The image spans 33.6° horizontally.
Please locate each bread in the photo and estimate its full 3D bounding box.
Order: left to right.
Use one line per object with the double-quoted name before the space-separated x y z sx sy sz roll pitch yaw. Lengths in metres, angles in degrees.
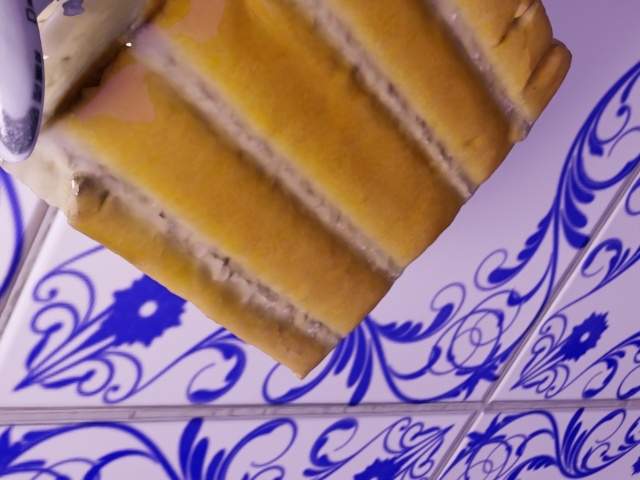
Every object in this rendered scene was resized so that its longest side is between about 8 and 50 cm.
"bread" -0.015 -0.087 0.513 0.239 0.111 0.246 -48 138 2

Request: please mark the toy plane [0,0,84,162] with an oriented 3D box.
"toy plane" -0.129 -0.114 0.388 0.162 0.065 0.171 -12 100 -30
